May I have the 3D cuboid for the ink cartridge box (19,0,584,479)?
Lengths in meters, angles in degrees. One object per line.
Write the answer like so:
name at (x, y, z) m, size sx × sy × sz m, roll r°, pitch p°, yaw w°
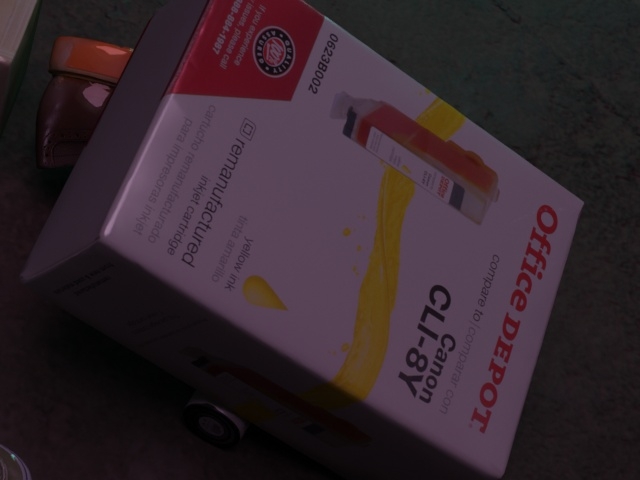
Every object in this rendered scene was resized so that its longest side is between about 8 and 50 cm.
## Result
ink cartridge box at (0.000, 0.000, 1.308) m, size 0.385 × 0.160 × 0.279 m, roll 33°, pitch 61°, yaw -22°

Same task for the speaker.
speaker at (-0.062, 0.107, 1.372) m, size 0.055 × 0.055 × 0.136 m, roll 30°, pitch 52°, yaw 1°

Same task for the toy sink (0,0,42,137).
toy sink at (-0.371, -0.189, 1.399) m, size 0.234 × 0.153 × 0.131 m, roll 17°, pitch 53°, yaw -7°

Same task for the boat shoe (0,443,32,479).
boat shoe at (-0.363, 0.162, 1.199) m, size 0.302 × 0.094 × 0.109 m, roll 11°, pitch 54°, yaw -13°

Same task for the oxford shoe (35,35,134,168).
oxford shoe at (-0.084, -0.070, 1.469) m, size 0.364 × 0.130 × 0.132 m, roll 17°, pitch 86°, yaw -17°
